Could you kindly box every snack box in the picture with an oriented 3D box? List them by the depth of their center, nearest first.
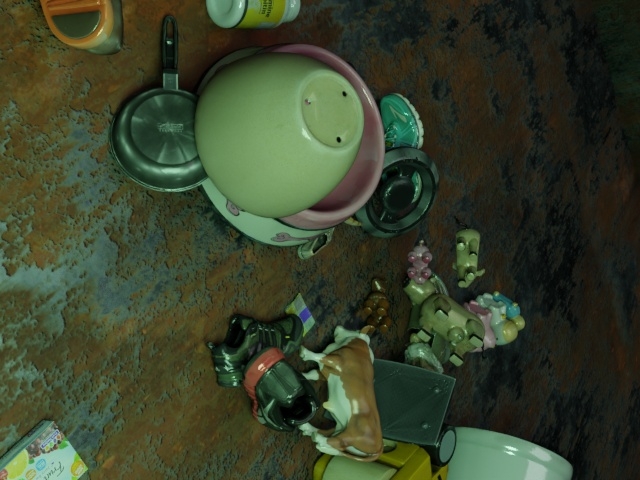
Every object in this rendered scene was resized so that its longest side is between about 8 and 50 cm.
[{"bbox_3d":[-0.426,0.349,1.092,0.141,0.037,0.100,-46,121,-41],"label":"snack box"}]

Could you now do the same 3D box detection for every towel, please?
[{"bbox_3d":[-0.043,0.160,1.569,0.060,0.009,0.083,-46,120,-42],"label":"towel"}]

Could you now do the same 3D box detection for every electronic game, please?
[{"bbox_3d":[0.178,-0.111,1.744,0.229,0.048,0.229,-12,120,-21],"label":"electronic game"}]

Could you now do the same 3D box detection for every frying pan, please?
[{"bbox_3d":[-0.235,-0.235,1.283,0.197,0.053,0.326,23,70,-7],"label":"frying pan"}]

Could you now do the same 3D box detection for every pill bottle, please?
[{"bbox_3d":[-0.127,-0.468,1.460,0.184,0.103,0.103,-18,100,-48],"label":"pill bottle"}]

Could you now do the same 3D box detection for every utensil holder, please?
[{"bbox_3d":[0.405,0.691,1.799,0.327,0.327,0.386,41,59,-38],"label":"utensil holder"}]

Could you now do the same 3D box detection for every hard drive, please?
[{"bbox_3d":[0.151,0.347,1.599,0.172,0.254,0.054,-65,148,-31],"label":"hard drive"}]

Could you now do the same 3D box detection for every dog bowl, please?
[{"bbox_3d":[-0.045,-0.195,1.439,0.408,0.150,0.408,6,81,-37],"label":"dog bowl"}]

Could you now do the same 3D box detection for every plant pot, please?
[{"bbox_3d":[-0.038,-0.189,1.228,0.284,0.191,0.284,5,81,-36],"label":"plant pot"}]

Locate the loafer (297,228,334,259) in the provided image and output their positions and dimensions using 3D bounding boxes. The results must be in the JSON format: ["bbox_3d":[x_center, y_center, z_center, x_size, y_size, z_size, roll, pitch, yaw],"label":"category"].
[{"bbox_3d":[0.000,0.000,1.609,0.125,0.039,0.045,-46,118,-41],"label":"loafer"}]

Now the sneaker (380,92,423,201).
[{"bbox_3d":[0.184,-0.220,1.800,0.110,0.107,0.275,-11,95,-40],"label":"sneaker"}]

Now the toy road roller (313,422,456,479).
[{"bbox_3d":[0.155,0.533,1.625,0.329,0.202,0.241,-27,118,-47],"label":"toy road roller"}]

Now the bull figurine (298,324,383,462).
[{"bbox_3d":[0.043,0.302,1.538,0.188,0.101,0.310,4,53,-24],"label":"bull figurine"}]

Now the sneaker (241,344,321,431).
[{"bbox_3d":[-0.064,0.305,1.374,0.097,0.135,0.276,-40,151,-21],"label":"sneaker"}]

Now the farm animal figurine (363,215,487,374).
[{"bbox_3d":[0.280,0.138,1.736,0.327,0.330,0.172,53,23,-10],"label":"farm animal figurine"}]

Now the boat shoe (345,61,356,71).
[{"bbox_3d":[0.054,-0.270,1.670,0.089,0.109,0.258,-27,124,-56],"label":"boat shoe"}]

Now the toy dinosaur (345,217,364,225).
[{"bbox_3d":[0.028,-0.076,1.614,0.211,0.064,0.112,52,58,-23],"label":"toy dinosaur"}]

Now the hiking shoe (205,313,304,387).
[{"bbox_3d":[-0.117,0.183,1.423,0.227,0.086,0.114,-35,116,-44],"label":"hiking shoe"}]

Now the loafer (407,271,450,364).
[{"bbox_3d":[0.268,0.198,1.854,0.087,0.094,0.251,-17,99,-45],"label":"loafer"}]

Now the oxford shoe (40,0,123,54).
[{"bbox_3d":[-0.394,-0.465,1.172,0.133,0.130,0.364,0,78,-81],"label":"oxford shoe"}]

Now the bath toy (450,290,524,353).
[{"bbox_3d":[0.426,0.240,2.018,0.348,0.151,0.129,-7,127,-48],"label":"bath toy"}]
